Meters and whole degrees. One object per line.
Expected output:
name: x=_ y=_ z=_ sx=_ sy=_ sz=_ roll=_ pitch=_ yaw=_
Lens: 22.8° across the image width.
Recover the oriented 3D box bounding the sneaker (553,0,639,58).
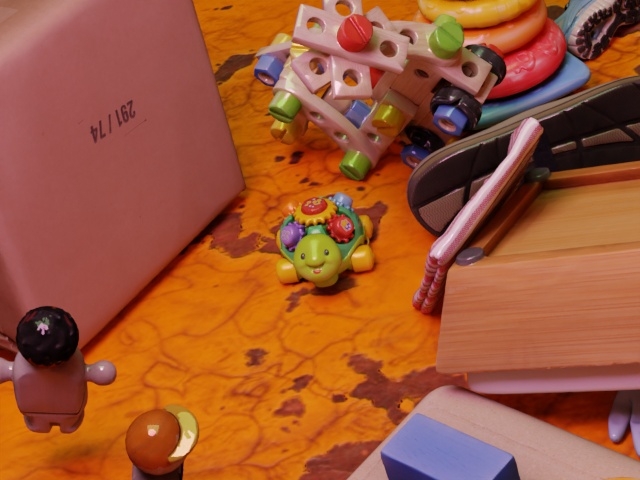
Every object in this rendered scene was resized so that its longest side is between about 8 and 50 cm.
sneaker: x=0.304 y=-0.261 z=1.744 sx=0.073 sy=0.063 sz=0.162 roll=17 pitch=45 yaw=42

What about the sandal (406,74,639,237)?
sandal: x=0.225 y=-0.087 z=1.482 sx=0.303 sy=0.120 sz=0.086 roll=-13 pitch=20 yaw=3

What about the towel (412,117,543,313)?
towel: x=0.126 y=-0.018 z=1.335 sx=0.029 sy=0.197 sz=0.144 roll=34 pitch=77 yaw=8

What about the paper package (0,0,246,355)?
paper package: x=-0.248 y=-0.095 z=1.483 sx=0.168 sy=0.309 sz=0.325 roll=9 pitch=40 yaw=34

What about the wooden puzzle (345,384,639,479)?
wooden puzzle: x=0.109 y=0.233 z=1.087 sx=0.322 sy=0.080 sz=0.348 roll=20 pitch=46 yaw=40

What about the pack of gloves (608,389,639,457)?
pack of gloves: x=0.329 y=0.086 z=1.250 sx=0.195 sy=0.046 sz=0.232 roll=-1 pitch=36 yaw=17

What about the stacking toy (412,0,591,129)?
stacking toy: x=0.156 y=-0.277 z=1.605 sx=0.165 sy=0.302 sz=0.175 roll=-22 pitch=36 yaw=-12

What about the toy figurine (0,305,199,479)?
toy figurine: x=-0.216 y=0.166 z=1.192 sx=0.209 sy=0.148 sz=0.213 roll=-33 pitch=60 yaw=-28

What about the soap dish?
soap dish: x=0.253 y=0.018 z=1.244 sx=0.291 sy=0.118 sz=0.229 roll=-7 pitch=22 yaw=34

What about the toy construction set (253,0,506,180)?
toy construction set: x=0.047 y=-0.159 z=1.515 sx=0.151 sy=0.215 sz=0.327 roll=-58 pitch=3 yaw=-9

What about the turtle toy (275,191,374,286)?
turtle toy: x=0.000 y=0.000 z=1.474 sx=0.095 sy=0.066 sz=0.130 roll=-10 pitch=34 yaw=6
